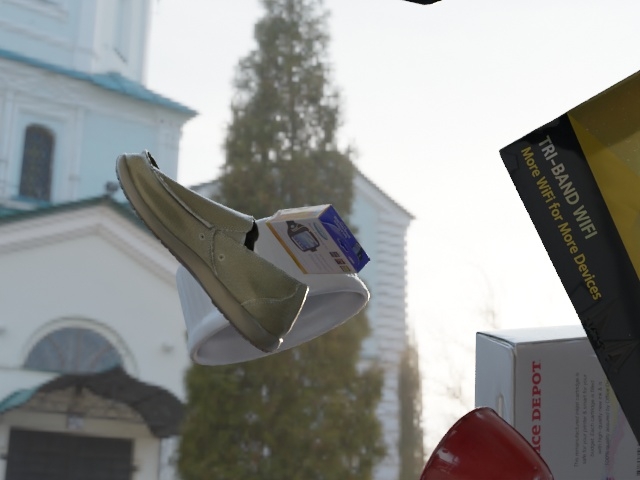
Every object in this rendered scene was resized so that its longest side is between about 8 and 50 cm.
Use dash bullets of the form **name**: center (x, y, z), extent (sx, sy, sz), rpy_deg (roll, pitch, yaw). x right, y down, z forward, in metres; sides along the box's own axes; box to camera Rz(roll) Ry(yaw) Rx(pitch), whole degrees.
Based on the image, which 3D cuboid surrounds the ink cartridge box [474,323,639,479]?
- **ink cartridge box**: center (0.381, 0.234, 1.504), extent (0.306, 0.226, 0.131), rpy_deg (-1, 5, -17)

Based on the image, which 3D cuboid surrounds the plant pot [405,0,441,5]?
- **plant pot**: center (0.013, -0.225, 0.513), extent (0.188, 0.167, 0.188), rpy_deg (5, -42, -28)

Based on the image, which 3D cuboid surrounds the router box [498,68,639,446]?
- **router box**: center (0.288, 0.021, 0.654), extent (0.243, 0.308, 0.081), rpy_deg (-31, -18, 23)

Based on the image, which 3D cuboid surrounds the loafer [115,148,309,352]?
- **loafer**: center (-0.113, -0.003, 1.120), extent (0.092, 0.268, 0.102), rpy_deg (-41, -8, -4)

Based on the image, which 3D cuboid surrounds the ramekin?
- **ramekin**: center (-0.079, 0.071, 1.552), extent (0.277, 0.135, 0.277), rpy_deg (-18, -18, -6)

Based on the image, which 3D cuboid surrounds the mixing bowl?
- **mixing bowl**: center (0.181, 0.275, 1.087), extent (0.098, 0.181, 0.181), rpy_deg (21, -5, 35)

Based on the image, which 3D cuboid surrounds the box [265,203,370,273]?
- **box**: center (0.000, 0.000, 1.189), extent (0.081, 0.028, 0.136), rpy_deg (54, -28, -19)
